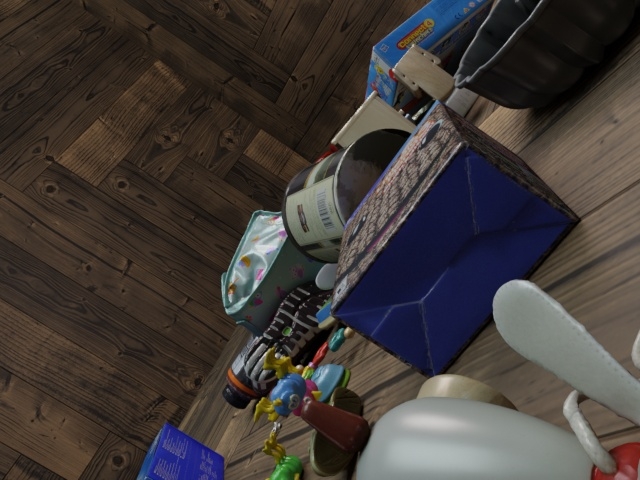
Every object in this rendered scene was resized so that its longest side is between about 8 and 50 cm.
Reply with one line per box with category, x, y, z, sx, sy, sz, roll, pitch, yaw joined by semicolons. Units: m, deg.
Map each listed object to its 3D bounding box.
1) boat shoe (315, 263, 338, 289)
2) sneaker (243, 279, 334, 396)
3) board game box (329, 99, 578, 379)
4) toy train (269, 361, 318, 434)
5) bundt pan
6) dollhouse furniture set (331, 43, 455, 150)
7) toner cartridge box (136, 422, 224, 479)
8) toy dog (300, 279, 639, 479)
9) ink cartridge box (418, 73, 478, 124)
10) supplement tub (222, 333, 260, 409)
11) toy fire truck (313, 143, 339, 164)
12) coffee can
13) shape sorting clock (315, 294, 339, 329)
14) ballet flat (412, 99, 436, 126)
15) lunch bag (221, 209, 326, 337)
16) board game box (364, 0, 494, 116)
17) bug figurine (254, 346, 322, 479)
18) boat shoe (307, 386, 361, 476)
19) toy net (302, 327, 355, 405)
boat shoe;0.044;0.054;1.245;0.142;0.049;0.040;-39;-9;-25
sneaker;-0.058;0.210;1.296;0.281;0.106;0.162;-43;-25;-33
board game box;0.141;-0.019;0.757;0.232;0.141;0.291;-54;7;19
toy train;-0.057;0.283;1.143;0.166;0.046;0.125;-51;8;34
bundt pan;0.336;-0.320;0.863;0.331;0.124;0.331;-56;7;10
dollhouse furniture set;0.207;-0.202;1.351;0.286;0.198;0.303;-49;-18;5
toner cartridge box;-0.289;0.496;1.288;0.075;0.165;0.348;-58;6;-5
toy dog;0.096;0.115;0.362;0.333;0.161;0.220;-52;9;36
ink cartridge box;0.326;-0.349;1.400;0.224;0.056;0.181;-52;7;-1
supplement tub;-0.153;0.303;1.479;0.198;0.106;0.106;-56;7;8
toy fire truck;0.046;-0.167;1.719;0.254;0.169;0.302;-42;-2;-45
coffee can;0.068;-0.065;1.089;0.201;0.201;0.275;-58;15;-15
shape sorting clock;0.068;0.090;1.179;0.206;0.040;0.206;-46;0;1
ballet flat;0.253;-0.298;1.638;0.168;0.057;0.052;-53;17;29
lunch bag;-0.093;0.098;1.374;0.160;0.223;0.262;2;59;37
board game box;0.245;-0.424;1.469;0.308;0.086;0.302;-41;-13;-13
bug figurine;-0.048;0.271;0.803;0.216;0.072;0.279;-30;-50;-81
boat shoe;0.016;0.247;0.786;0.153;0.056;0.048;-68;4;-65
toy net;0.047;0.159;1.022;0.232;0.045;0.122;-57;5;-16
